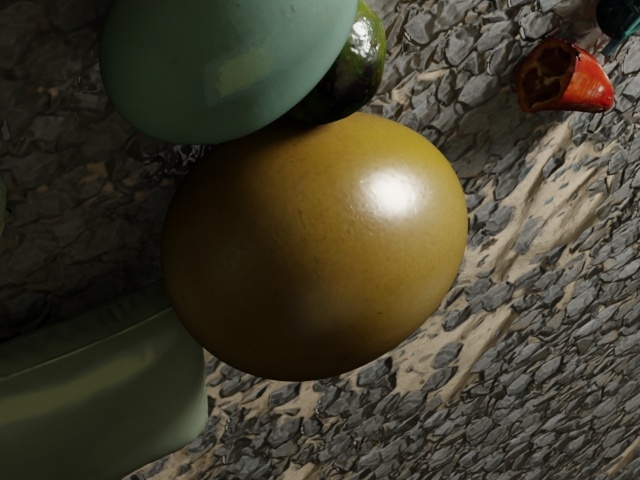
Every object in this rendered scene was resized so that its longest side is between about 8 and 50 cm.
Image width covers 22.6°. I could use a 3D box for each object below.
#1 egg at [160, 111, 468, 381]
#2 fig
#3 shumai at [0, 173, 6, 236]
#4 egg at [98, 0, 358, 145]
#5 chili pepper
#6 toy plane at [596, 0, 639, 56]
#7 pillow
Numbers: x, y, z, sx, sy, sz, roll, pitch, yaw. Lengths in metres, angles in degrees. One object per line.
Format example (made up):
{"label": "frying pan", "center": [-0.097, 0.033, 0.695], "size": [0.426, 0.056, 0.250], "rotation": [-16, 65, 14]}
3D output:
{"label": "egg", "center": [0.000, 0.000, 1.516], "size": [0.322, 0.250, 0.250], "rotation": [-20, 146, -41]}
{"label": "fig", "center": [0.005, -0.176, 1.446], "size": [0.123, 0.123, 0.156], "rotation": [-61, 180, 34]}
{"label": "shumai", "center": [-0.351, 0.082, 1.270], "size": [0.304, 0.263, 0.309], "rotation": [-12, 141, -32]}
{"label": "egg", "center": [-0.072, -0.175, 1.290], "size": [0.231, 0.168, 0.168], "rotation": [-38, 149, -4]}
{"label": "chili pepper", "center": [0.281, -0.166, 1.755], "size": [0.088, 0.065, 0.169], "rotation": [-48, 150, 20]}
{"label": "toy plane", "center": [0.367, -0.283, 1.682], "size": [0.235, 0.060, 0.096], "rotation": [-47, 155, 22]}
{"label": "pillow", "center": [-0.260, 0.171, 1.611], "size": [0.322, 0.120, 0.255], "rotation": [-22, 144, -18]}
